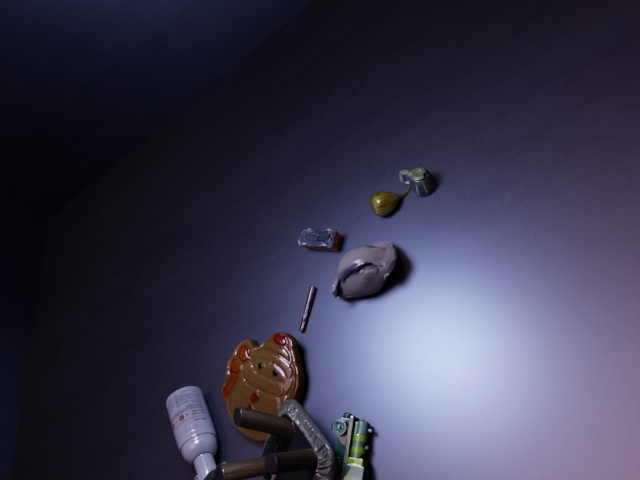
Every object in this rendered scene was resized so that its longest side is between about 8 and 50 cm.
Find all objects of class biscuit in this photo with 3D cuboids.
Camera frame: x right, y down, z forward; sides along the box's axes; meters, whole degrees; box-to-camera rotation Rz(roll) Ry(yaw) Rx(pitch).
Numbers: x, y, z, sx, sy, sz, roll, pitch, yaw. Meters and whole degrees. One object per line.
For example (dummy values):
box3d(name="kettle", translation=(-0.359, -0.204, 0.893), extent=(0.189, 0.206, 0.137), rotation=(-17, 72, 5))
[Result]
box3d(name="biscuit", translation=(-0.199, 0.506, 1.786), extent=(0.359, 0.074, 0.380), rotation=(19, 87, 32))

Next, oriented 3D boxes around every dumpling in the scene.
box3d(name="dumpling", translation=(0.136, 0.087, 1.748), extent=(0.293, 0.164, 0.204), rotation=(-31, 53, 35))

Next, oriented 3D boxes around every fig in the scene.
box3d(name="fig", translation=(0.258, -0.160, 1.839), extent=(0.166, 0.093, 0.093), rotation=(-37, 48, 16))

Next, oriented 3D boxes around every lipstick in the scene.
box3d(name="lipstick", translation=(-0.049, 0.258, 1.880), extent=(0.027, 0.027, 0.176), rotation=(0, 66, 38))

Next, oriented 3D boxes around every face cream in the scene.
box3d(name="face cream", translation=(-0.457, 0.728, 1.844), extent=(0.145, 0.145, 0.369), rotation=(-43, 48, 9))

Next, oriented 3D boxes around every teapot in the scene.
box3d(name="teapot", translation=(0.344, -0.215, 1.794), extent=(0.124, 0.090, 0.092), rotation=(-14, 56, 19))

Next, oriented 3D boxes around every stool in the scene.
box3d(name="stool", translation=(-0.141, 0.681, 1.507), extent=(0.310, 0.226, 0.310), rotation=(32, 109, 51))

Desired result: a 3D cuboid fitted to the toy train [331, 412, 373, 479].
box3d(name="toy train", translation=(0.095, 0.632, 1.522), extent=(0.132, 0.083, 0.200), rotation=(-1, 64, 25))

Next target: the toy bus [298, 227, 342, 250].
box3d(name="toy bus", translation=(0.000, 0.000, 1.954), extent=(0.174, 0.077, 0.079), rotation=(2, 67, 39))

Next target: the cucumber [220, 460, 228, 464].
box3d(name="cucumber", translation=(-0.329, 0.834, 1.758), extent=(0.067, 0.035, 0.107), rotation=(-38, 42, 29))
